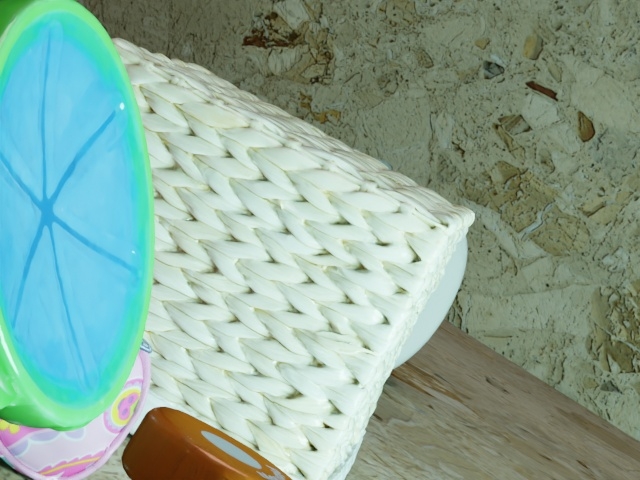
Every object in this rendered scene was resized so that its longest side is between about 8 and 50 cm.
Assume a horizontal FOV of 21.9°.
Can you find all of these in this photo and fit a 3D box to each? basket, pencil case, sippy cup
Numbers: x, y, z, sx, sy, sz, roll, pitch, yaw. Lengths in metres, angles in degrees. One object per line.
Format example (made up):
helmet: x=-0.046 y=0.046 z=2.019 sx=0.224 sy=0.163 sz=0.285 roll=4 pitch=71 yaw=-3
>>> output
basket: x=-0.075 y=0.023 z=1.381 sx=0.331 sy=0.266 sz=0.328 roll=28 pitch=6 yaw=6
pencil case: x=-0.224 y=0.047 z=1.110 sx=0.124 sy=0.124 sz=0.284 roll=24 pitch=8 yaw=-42
sippy cup: x=-0.235 y=-0.011 z=0.913 sx=0.224 sy=0.240 sz=0.305 roll=-3 pitch=3 yaw=15

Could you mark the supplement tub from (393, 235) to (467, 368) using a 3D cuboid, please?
supplement tub: x=0.000 y=0.000 z=2.137 sx=0.325 sy=0.235 sz=0.235 roll=32 pitch=6 yaw=30

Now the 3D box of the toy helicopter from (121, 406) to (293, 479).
toy helicopter: x=0.027 y=0.214 z=0.815 sx=0.235 sy=0.140 sz=0.355 roll=30 pitch=-1 yaw=25

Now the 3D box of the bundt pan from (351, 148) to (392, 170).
bundt pan: x=-0.078 y=-0.001 z=1.775 sx=0.331 sy=0.124 sz=0.331 roll=-2 pitch=-13 yaw=-1
